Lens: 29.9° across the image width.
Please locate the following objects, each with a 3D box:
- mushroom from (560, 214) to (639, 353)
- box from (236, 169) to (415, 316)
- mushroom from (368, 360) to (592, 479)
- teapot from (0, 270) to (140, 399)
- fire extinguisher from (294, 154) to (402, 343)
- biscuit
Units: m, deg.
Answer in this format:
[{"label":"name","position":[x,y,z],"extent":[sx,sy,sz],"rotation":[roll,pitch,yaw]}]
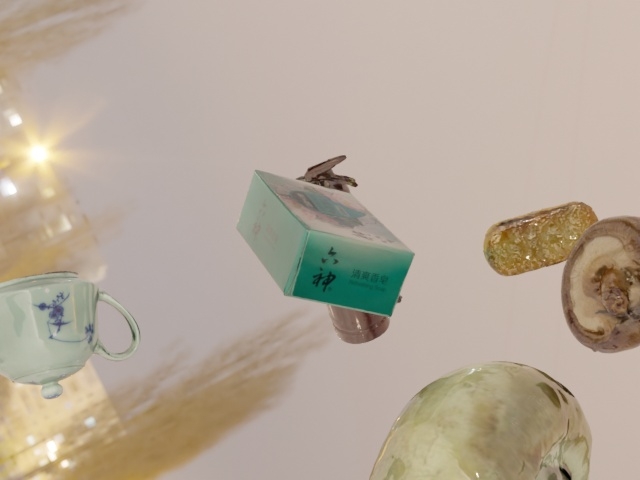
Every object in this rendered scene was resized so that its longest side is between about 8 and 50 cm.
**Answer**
[{"label":"mushroom","position":[0.498,0.072,1.979],"extent":[0.194,0.138,0.231],"rotation":[-124,-126,-66]},{"label":"box","position":[0.000,0.000,1.546],"extent":[0.245,0.153,0.092],"rotation":[46,-60,62]},{"label":"mushroom","position":[0.195,0.305,1.372],"extent":[0.260,0.352,0.352],"rotation":[12,-45,27]},{"label":"teapot","position":[-0.335,0.121,1.461],"extent":[0.159,0.232,0.158],"rotation":[170,-90,-67]},{"label":"fire extinguisher","position":[0.038,0.011,1.907],"extent":[0.105,0.142,0.341],"rotation":[-73,152,-50]},{"label":"biscuit","position":[0.454,-0.004,2.465],"extent":[0.029,0.247,0.118],"rotation":[-126,-160,-83]}]
